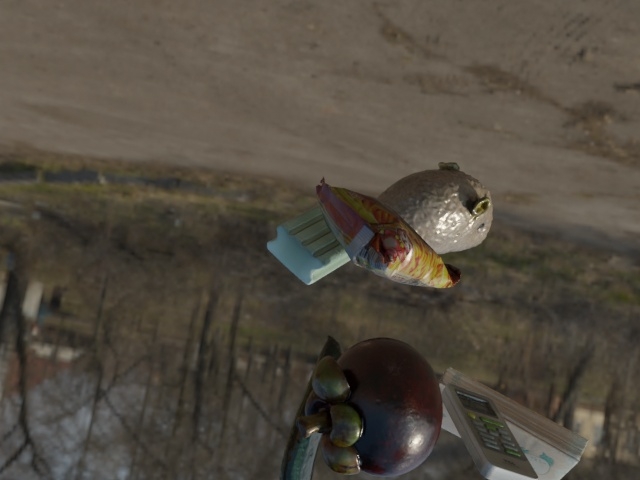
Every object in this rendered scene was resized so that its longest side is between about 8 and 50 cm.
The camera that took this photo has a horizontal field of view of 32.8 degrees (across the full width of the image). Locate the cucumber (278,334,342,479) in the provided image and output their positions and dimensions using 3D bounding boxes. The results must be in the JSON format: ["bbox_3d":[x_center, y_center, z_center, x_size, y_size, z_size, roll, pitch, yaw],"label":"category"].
[{"bbox_3d":[-0.017,0.275,1.554,0.056,0.284,0.056,15,176,1],"label":"cucumber"}]

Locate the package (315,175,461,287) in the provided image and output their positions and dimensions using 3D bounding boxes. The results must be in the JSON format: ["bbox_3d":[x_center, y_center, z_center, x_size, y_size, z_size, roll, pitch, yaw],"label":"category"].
[{"bbox_3d":[0.106,-0.003,1.923,0.223,0.108,0.288,48,-169,30],"label":"package"}]

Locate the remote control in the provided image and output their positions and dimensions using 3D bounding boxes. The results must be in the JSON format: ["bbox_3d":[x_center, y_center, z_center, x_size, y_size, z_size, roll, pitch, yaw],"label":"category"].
[{"bbox_3d":[0.279,0.326,1.820,0.103,0.034,0.250,21,-162,-18],"label":"remote control"}]

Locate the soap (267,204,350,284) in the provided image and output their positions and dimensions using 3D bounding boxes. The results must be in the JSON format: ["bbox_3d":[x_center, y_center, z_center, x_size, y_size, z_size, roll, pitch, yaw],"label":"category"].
[{"bbox_3d":[0.000,0.000,2.099,0.119,0.066,0.198,43,-146,12],"label":"soap"}]

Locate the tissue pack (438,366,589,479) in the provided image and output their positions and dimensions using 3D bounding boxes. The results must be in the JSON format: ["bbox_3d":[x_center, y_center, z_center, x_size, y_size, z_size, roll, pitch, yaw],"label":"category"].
[{"bbox_3d":[0.383,0.395,2.296,0.325,0.071,0.170,28,149,8],"label":"tissue pack"}]

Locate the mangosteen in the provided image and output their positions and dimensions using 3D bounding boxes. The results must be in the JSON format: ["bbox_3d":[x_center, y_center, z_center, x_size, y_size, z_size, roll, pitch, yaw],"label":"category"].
[{"bbox_3d":[0.062,0.219,1.414,0.199,0.200,0.200,10,173,1],"label":"mangosteen"}]

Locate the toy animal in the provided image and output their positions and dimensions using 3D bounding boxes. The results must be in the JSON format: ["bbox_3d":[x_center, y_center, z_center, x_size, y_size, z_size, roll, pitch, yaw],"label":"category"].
[{"bbox_3d":[0.247,-0.068,2.491,0.358,0.188,0.226,-9,142,-28],"label":"toy animal"}]
